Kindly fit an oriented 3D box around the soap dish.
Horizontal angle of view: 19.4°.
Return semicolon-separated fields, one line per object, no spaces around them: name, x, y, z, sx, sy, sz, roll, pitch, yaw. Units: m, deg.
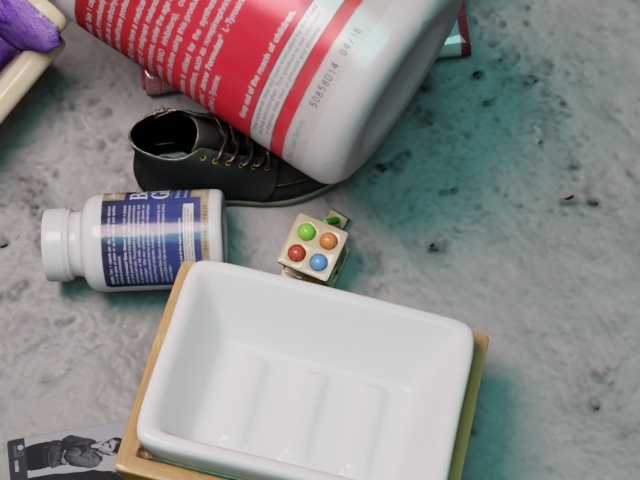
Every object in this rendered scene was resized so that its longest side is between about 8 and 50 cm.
soap dish;-0.014;0.154;1.655;0.290;0.118;0.229;14;52;2

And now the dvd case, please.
dvd case;-0.158;0.241;1.686;0.238;0.030;0.179;-9;55;-3

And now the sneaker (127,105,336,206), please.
sneaker;-0.070;-0.085;1.769;0.222;0.118;0.083;-10;72;-1

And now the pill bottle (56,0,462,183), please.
pill bottle;-0.094;-0.247;1.694;0.407;0.229;0.229;33;76;7

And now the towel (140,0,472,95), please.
towel;-0.026;-0.274;1.872;0.328;0.037;0.237;-7;73;0

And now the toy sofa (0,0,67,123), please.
toy sofa;-0.419;-0.247;1.731;0.362;0.177;0.150;42;76;-17

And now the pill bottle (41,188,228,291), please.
pill bottle;-0.173;0.001;1.758;0.169;0.094;0.094;-2;72;1

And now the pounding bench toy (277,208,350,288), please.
pounding bench toy;0.000;0.000;1.767;0.052;0.065;0.083;22;74;9
